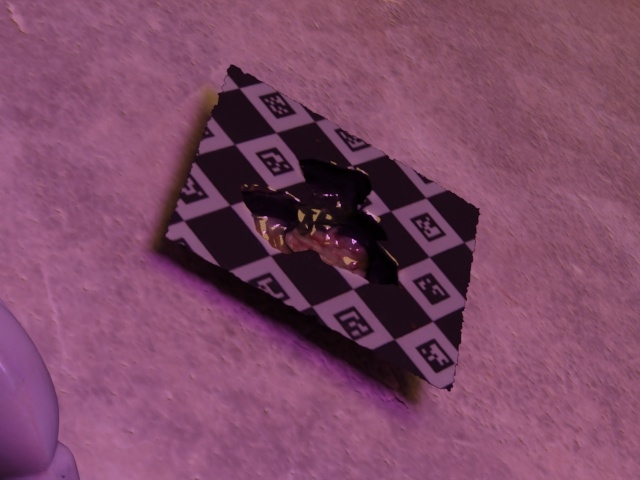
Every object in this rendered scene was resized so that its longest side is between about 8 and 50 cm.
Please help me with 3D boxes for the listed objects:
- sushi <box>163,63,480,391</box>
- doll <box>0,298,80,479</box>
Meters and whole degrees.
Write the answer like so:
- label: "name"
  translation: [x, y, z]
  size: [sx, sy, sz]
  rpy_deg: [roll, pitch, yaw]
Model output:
- label: "sushi"
  translation: [0.000, 0.000, 1.182]
  size: [0.231, 0.047, 0.219]
  rpy_deg: [29, 38, -11]
- label: "doll"
  translation: [-0.179, 0.117, 0.734]
  size: [0.258, 0.153, 0.195]
  rpy_deg: [22, 64, -21]
